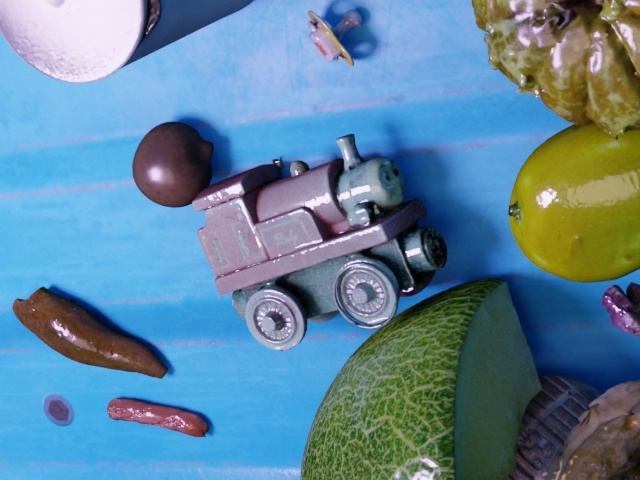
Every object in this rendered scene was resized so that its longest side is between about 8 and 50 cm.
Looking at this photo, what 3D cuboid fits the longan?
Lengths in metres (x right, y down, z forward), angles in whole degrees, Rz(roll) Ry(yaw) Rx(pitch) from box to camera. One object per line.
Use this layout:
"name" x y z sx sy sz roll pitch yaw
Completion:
"longan" -0.184 -0.097 1.706 0.113 0.092 0.113 0 90 13

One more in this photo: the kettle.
"kettle" -0.226 -0.325 1.487 0.265 0.318 0.205 41 124 1

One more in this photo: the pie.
"pie" 0.372 0.288 1.555 0.274 0.055 0.274 -5 106 -19

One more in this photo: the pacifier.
"pacifier" 0.021 -0.245 1.575 0.064 0.068 0.083 -40 114 0

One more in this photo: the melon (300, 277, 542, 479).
"melon" 0.095 0.231 1.625 0.343 0.331 0.226 -25 133 38

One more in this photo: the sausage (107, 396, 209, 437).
"sausage" -0.232 0.251 1.919 0.158 0.042 0.036 9 78 19

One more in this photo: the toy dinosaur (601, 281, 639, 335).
"toy dinosaur" 0.412 0.162 1.499 0.072 0.199 0.251 141 124 -63

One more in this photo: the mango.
"mango" 0.332 -0.055 1.448 0.273 0.149 0.185 -22 122 27

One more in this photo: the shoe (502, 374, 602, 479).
"shoe" 0.263 0.334 1.663 0.198 0.172 0.351 28 107 -25

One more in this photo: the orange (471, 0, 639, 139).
"orange" 0.294 -0.252 1.341 0.301 0.223 0.300 1 99 25

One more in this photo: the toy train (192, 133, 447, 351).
"toy train" 0.000 0.000 1.639 0.304 0.150 0.221 -18 98 32

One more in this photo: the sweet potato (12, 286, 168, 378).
"sweet potato" -0.329 0.136 1.887 0.243 0.077 0.077 28 121 12
